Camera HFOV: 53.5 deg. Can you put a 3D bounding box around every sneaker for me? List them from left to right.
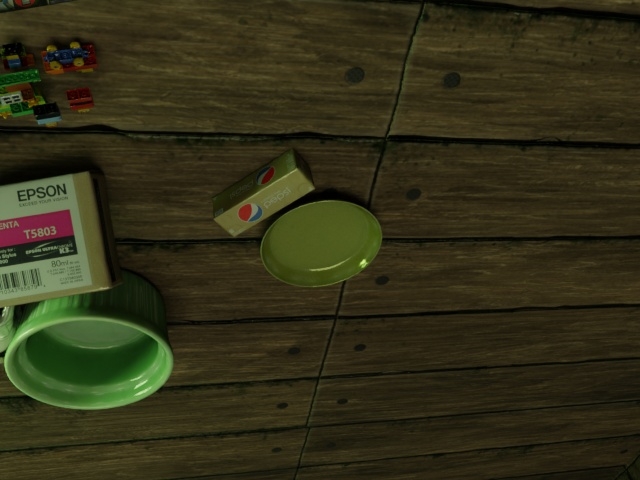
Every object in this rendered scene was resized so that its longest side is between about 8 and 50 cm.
[{"bbox_3d":[-0.613,0.131,1.175,0.109,0.118,0.292,7,134,-23],"label":"sneaker"}]

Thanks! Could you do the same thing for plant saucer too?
[{"bbox_3d":[0.000,0.000,1.246,0.240,0.037,0.241,-7,137,-7],"label":"plant saucer"}]

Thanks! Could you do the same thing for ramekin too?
[{"bbox_3d":[-0.444,0.189,1.250,0.303,0.148,0.304,-7,136,-7],"label":"ramekin"}]

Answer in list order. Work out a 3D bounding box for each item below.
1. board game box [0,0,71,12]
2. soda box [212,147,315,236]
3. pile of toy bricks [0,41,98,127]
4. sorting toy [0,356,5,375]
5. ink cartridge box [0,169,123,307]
[{"bbox_3d":[-0.318,-0.348,0.746,0.259,0.030,0.136,-22,140,-25],"label":"board game box"},{"bbox_3d":[-0.102,-0.083,1.121,0.181,0.058,0.061,-29,134,17],"label":"soda box"},{"bbox_3d":[-0.418,-0.206,0.899,0.212,0.118,0.105,-12,170,-14],"label":"pile of toy bricks"},{"bbox_3d":[-0.715,0.279,1.306,0.274,0.046,0.132,2,157,-28],"label":"sorting toy"},{"bbox_3d":[-0.458,0.001,1.023,0.234,0.088,0.194,-10,94,-3],"label":"ink cartridge box"}]
